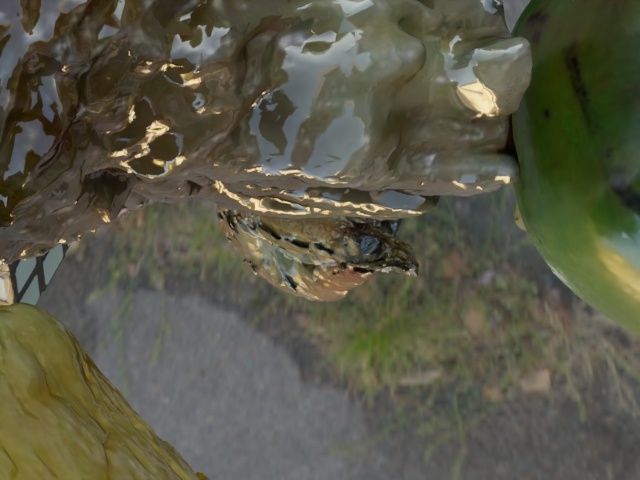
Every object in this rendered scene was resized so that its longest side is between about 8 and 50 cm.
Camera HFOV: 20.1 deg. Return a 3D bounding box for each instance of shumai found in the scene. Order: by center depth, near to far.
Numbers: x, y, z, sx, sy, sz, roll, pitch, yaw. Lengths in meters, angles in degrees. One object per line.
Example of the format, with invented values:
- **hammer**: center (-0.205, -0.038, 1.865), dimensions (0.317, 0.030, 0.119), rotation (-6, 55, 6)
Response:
- **shumai**: center (-0.071, -0.094, 0.793), dimensions (0.283, 0.346, 0.217), rotation (-15, 80, -10)

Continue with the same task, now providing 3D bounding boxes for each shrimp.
- **shrimp**: center (0.000, 0.000, 1.055), dimensions (0.043, 0.184, 0.091), rotation (-41, 113, -25)

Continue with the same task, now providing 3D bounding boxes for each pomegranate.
- **pomegranate**: center (0.179, -0.047, 0.891), dimensions (0.236, 0.302, 0.236), rotation (5, 79, -26)

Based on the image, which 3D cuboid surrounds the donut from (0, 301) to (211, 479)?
- **donut**: center (-0.150, 0.176, 0.591), dimensions (0.160, 0.330, 0.330), rotation (42, 111, 4)

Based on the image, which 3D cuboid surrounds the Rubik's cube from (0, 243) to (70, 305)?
- **Rubik's cube**: center (-0.329, -0.037, 1.712), dimensions (0.160, 0.162, 0.163), rotation (19, 146, 10)
